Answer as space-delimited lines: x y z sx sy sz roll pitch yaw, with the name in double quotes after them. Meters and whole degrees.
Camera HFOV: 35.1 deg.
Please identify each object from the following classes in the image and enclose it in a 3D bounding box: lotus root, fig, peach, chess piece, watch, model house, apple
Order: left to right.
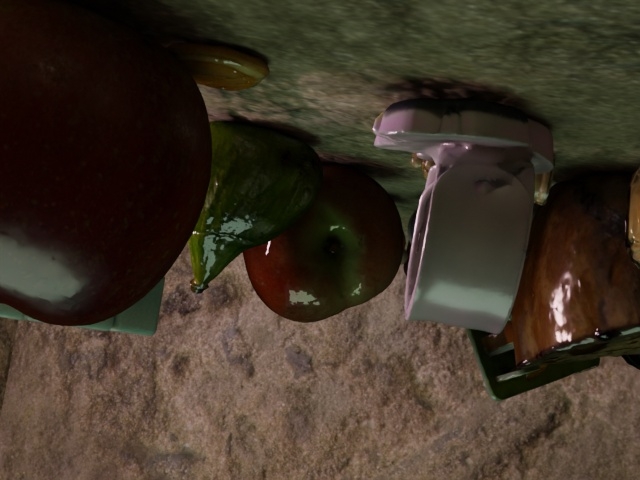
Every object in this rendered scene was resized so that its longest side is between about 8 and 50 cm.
-0.276 -0.071 0.936 0.348 0.277 0.348 15 175 1 "apple"
-0.112 -0.037 1.361 0.203 0.235 0.203 14 175 1 "fig"
0.000 0.000 1.547 0.252 0.252 0.252 9 175 1 "peach"
0.136 -0.024 1.055 0.196 0.231 0.244 11 179 4 "watch"
0.196 -0.087 1.237 0.172 0.060 0.060 12 176 9 "chess piece"
0.439 0.081 1.599 0.357 0.242 0.313 -5 165 -45 "model house"
0.408 0.033 1.297 0.316 0.250 0.316 0 169 0 "lotus root"

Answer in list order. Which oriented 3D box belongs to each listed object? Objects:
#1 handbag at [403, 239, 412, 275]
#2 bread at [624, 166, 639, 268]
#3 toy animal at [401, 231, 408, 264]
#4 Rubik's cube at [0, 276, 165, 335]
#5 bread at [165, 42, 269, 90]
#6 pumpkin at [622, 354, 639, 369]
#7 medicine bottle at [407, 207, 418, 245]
0.268 0.023 1.867 0.135 0.146 0.225 15 171 -30 "handbag"
0.457 -0.017 1.096 0.241 0.136 0.107 10 173 -18 "bread"
0.055 -0.015 1.826 0.197 0.171 0.171 15 179 30 "toy animal"
-0.456 -0.023 1.682 0.322 0.316 0.319 11 175 -38 "Rubik's cube"
-0.103 -0.170 0.993 0.110 0.024 0.110 9 176 1 "bread"
0.691 0.140 1.868 0.323 0.241 0.323 8 178 0 "pumpkin"
0.216 -0.021 1.689 0.103 0.103 0.186 10 176 -10 "medicine bottle"
